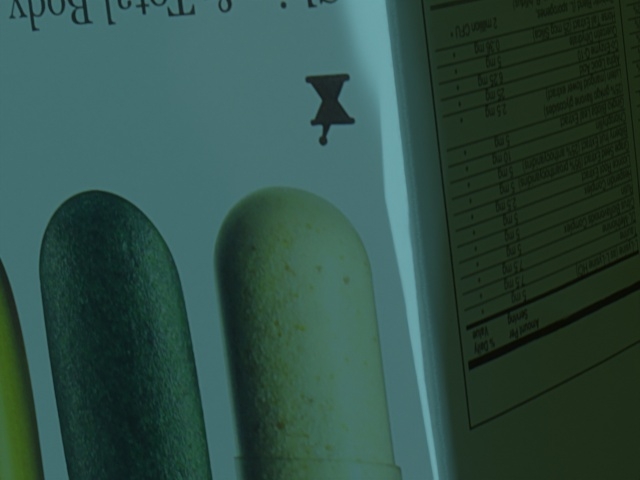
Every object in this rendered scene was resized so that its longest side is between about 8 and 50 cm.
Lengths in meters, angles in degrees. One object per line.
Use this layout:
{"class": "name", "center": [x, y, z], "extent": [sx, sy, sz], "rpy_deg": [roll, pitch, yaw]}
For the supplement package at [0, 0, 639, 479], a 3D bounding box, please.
{"class": "supplement package", "center": [0.000, 0.000, 0.530], "extent": [0.199, 0.198, 0.263], "rpy_deg": [0, 103, 36]}
